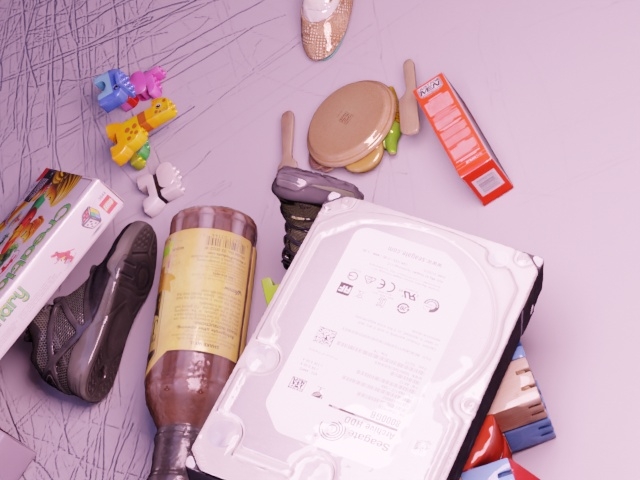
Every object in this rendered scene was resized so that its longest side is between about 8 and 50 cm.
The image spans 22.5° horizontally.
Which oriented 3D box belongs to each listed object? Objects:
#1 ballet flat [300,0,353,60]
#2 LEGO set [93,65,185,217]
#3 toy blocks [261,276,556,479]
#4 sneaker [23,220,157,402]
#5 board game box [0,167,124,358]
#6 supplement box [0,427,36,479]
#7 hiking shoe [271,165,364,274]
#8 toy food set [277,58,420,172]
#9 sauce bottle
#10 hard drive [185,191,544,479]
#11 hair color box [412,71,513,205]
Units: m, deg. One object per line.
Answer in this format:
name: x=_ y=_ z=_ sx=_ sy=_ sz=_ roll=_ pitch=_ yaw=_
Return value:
ballet flat: x=0.008 y=-0.325 z=2.005 sx=0.073 sy=0.067 sz=0.206 roll=0 pitch=64 yaw=28
LEGO set: x=-0.217 y=-0.154 z=2.027 sx=0.093 sy=0.087 sz=0.227 roll=-28 pitch=55 yaw=14
toy blocks: x=0.112 y=0.173 z=1.623 sx=0.260 sy=0.191 sz=0.381 roll=-19 pitch=56 yaw=6
sneaker: x=-0.283 y=0.073 z=1.938 sx=0.130 sy=0.087 sz=0.228 roll=14 pitch=77 yaw=28
board game box: x=-0.382 y=0.048 z=1.966 sx=0.305 sy=0.053 sz=0.193 roll=-53 pitch=26 yaw=-13
supplement box: x=-0.472 y=0.252 z=1.955 sx=0.239 sy=0.073 sz=0.130 roll=26 pitch=78 yaw=36
hiking shoe: x=0.000 y=0.000 z=1.734 sx=0.086 sy=0.227 sz=0.114 roll=14 pitch=75 yaw=25
toy food set: x=0.040 y=-0.131 z=1.906 sx=0.192 sy=0.038 sz=0.132 roll=-20 pitch=49 yaw=25
sauce bottle: x=-0.141 y=0.130 z=1.810 sx=0.111 sy=0.111 sz=0.344 roll=-8 pitch=59 yaw=26
hard drive: x=0.048 y=0.124 z=1.540 sx=0.236 sy=0.064 sz=0.339 roll=19 pitch=60 yaw=18
hair color box: x=0.159 y=-0.114 z=1.801 sx=0.043 sy=0.072 sz=0.141 roll=-32 pitch=52 yaw=10
